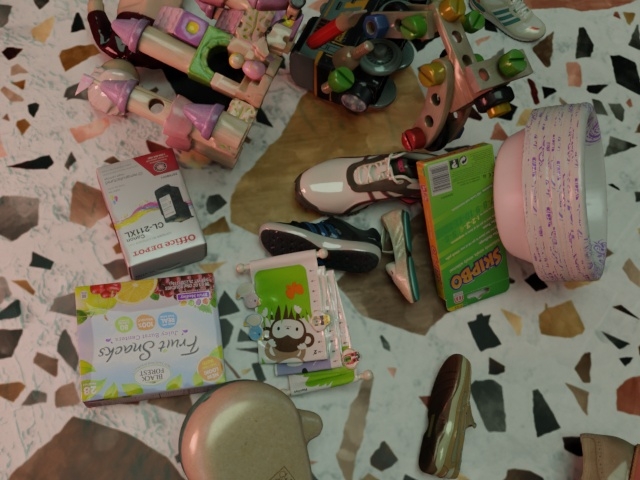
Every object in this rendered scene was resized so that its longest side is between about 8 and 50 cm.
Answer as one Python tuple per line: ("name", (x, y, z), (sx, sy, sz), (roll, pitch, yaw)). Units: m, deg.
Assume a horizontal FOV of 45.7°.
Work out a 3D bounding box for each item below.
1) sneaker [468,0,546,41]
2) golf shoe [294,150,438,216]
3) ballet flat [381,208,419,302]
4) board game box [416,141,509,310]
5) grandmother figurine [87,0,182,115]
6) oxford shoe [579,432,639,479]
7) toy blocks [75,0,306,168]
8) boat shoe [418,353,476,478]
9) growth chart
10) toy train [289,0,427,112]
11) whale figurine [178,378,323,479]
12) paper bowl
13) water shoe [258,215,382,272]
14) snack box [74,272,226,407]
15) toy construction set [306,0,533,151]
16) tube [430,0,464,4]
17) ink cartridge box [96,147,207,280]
("sneaker", (0.364, -0.443, 1.451), (0.161, 0.075, 0.057), (33, 69, 3))
("golf shoe", (0.092, -0.110, 1.266), (0.273, 0.120, 0.105), (-6, 73, -10))
("ballet flat", (0.130, 0.029, 1.265), (0.053, 0.057, 0.168), (-11, 66, 16))
("board game box", (0.236, -0.019, 1.240), (0.124, 0.039, 0.259), (-17, 108, -15))
("grandmother figurine", (-0.304, -0.367, 1.306), (0.208, 0.104, 0.342), (16, 72, 6))
("oxford shoe", (0.401, 0.460, 1.134), (0.130, 0.123, 0.348), (14, 68, 24))
("toy blocks", (-0.191, -0.293, 1.147), (0.260, 0.309, 0.288), (26, 87, -6))
("boat shoe", (0.209, 0.274, 1.182), (0.072, 0.068, 0.189), (21, 78, -15))
("growth chart", (-0.034, 0.128, 1.188), (0.172, 0.021, 0.237), (-19, 79, 4))
("toy train", (0.082, -0.381, 1.356), (0.190, 0.142, 0.333), (22, 68, 9))
("whale figurine", (-0.088, 0.323, 1.092), (0.216, 0.141, 0.272), (-42, 106, -20))
("paper bowl", (0.371, -0.075, 1.227), (0.148, 0.284, 0.284), (-1, 66, 28))
("water shoe", (0.000, 0.000, 1.248), (0.203, 0.072, 0.080), (14, 41, -3))
("snack box", (-0.254, 0.148, 1.141), (0.207, 0.070, 0.174), (-5, 71, -10))
("toy construction set", (0.167, -0.284, 1.143), (0.309, 0.237, 0.257), (8, 80, -28))
("tube", (0.240, -0.514, 1.468), (0.070, 0.062, 0.240), (27, 55, -43))
("ink cartridge box", (-0.266, -0.042, 1.205), (0.128, 0.072, 0.175), (-18, 74, -16))
